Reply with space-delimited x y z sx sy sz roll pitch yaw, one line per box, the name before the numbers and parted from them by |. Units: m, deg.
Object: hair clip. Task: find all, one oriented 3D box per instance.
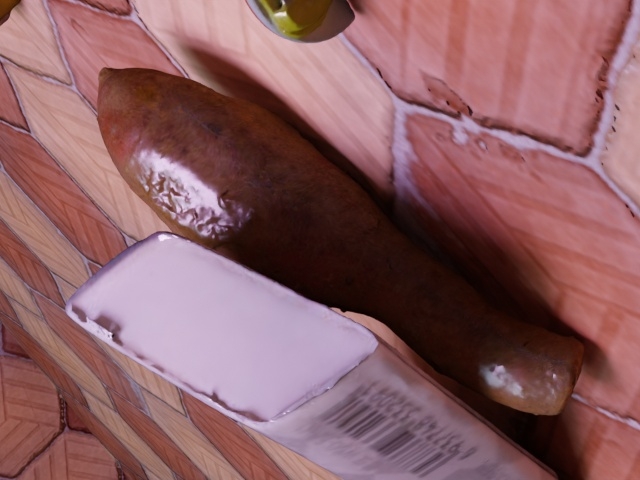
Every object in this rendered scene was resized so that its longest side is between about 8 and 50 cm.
hair clip | -0.031 -0.170 0.702 0.033 0.060 0.188 10 139 33

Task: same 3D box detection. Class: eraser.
eraser | 0.024 0.121 0.962 0.213 0.082 0.397 26 172 36

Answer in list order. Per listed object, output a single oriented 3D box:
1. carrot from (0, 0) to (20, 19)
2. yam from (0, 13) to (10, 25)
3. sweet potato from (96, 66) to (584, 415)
carrot | -0.306 -0.249 0.843 0.340 0.241 0.241 31 157 35
yam | -0.284 -0.242 1.106 0.057 0.057 0.241 39 159 19
sweet potato | 0.000 0.000 0.931 0.385 0.109 0.109 34 159 14
